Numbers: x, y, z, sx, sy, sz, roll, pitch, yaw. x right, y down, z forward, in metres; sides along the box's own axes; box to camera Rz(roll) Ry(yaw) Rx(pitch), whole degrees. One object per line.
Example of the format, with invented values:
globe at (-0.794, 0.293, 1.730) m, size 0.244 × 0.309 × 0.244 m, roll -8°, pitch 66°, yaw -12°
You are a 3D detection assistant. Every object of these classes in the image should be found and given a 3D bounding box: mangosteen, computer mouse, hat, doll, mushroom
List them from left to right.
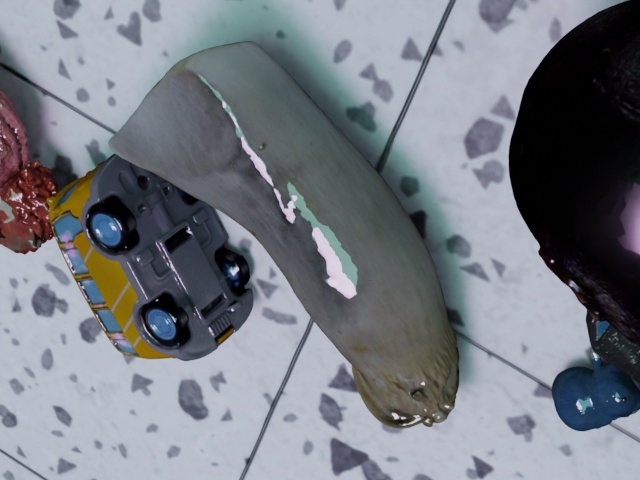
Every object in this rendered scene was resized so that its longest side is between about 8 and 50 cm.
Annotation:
hat at (-0.370, -0.097, 1.318) m, size 0.286 × 0.107 × 0.236 m, roll 45°, pitch 137°, yaw 5°
mushroom at (0.001, 0.001, 1.168) m, size 0.397 × 0.126 × 0.177 m, roll 48°, pitch 134°, yaw -4°
doll at (0.244, 0.133, 1.158) m, size 0.083 × 0.050 × 0.076 m, roll -26°, pitch 97°, yaw 37°
computer mouse at (0.281, 0.080, 1.110) m, size 0.135 × 0.047 × 0.079 m, roll 44°, pitch 118°, yaw -10°
mangosteen at (0.290, -0.065, 0.923) m, size 0.302 × 0.275 × 0.275 m, roll -41°, pitch 94°, yaw 4°

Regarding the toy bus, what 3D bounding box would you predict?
toy bus at (-0.173, 0.014, 1.267) m, size 0.136 × 0.126 × 0.209 m, roll -13°, pitch 109°, yaw 42°
